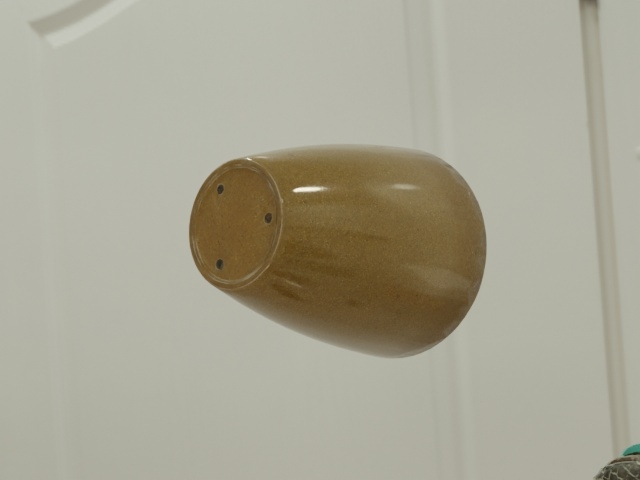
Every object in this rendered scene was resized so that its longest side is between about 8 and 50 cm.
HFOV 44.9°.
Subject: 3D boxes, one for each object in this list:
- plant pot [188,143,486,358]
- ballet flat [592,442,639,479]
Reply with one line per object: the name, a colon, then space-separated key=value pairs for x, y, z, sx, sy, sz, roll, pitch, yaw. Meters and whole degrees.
plant pot: x=0.000 y=0.000 z=0.777 sx=0.237 sy=0.237 sz=0.254 roll=-5 pitch=-9 yaw=39
ballet flat: x=0.368 y=0.267 z=0.388 sx=0.482 sy=0.182 sz=0.164 roll=20 pitch=-28 yaw=8
